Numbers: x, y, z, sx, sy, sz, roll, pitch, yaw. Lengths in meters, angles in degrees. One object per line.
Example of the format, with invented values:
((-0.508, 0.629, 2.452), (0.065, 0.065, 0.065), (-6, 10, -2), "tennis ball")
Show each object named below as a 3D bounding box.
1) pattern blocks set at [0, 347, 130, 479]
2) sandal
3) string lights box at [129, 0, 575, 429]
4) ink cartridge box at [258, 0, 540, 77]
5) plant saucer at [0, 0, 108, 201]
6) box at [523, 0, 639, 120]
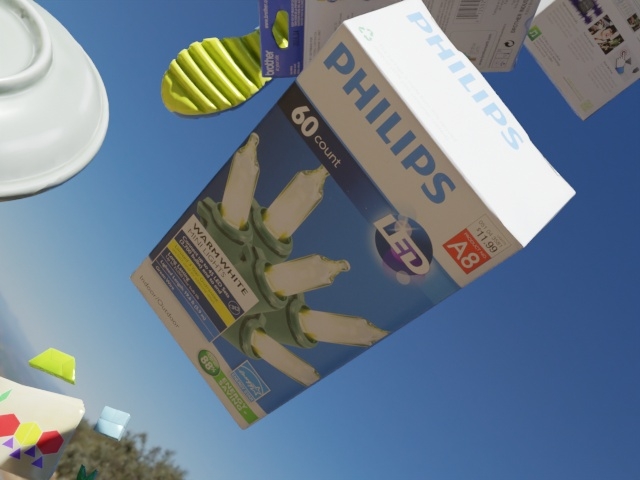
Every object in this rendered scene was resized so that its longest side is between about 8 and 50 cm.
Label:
((-0.496, 0.307, 1.250), (0.325, 0.285, 0.026), (26, -32, 10), "pattern blocks set")
((-0.112, -0.289, 1.264), (0.126, 0.317, 0.138), (63, -7, 4), "sandal")
((0.000, 0.000, 0.451), (0.133, 0.077, 0.259), (52, -46, 4), "string lights box")
((0.084, -0.261, 0.860), (0.186, 0.311, 0.065), (95, -10, -66), "ink cartridge box")
((-0.437, -0.225, 0.905), (0.400, 0.400, 0.100), (51, -50, 14), "plant saucer")
((0.522, -0.393, 1.319), (0.232, 0.322, 0.058), (43, 20, -27), "box")
